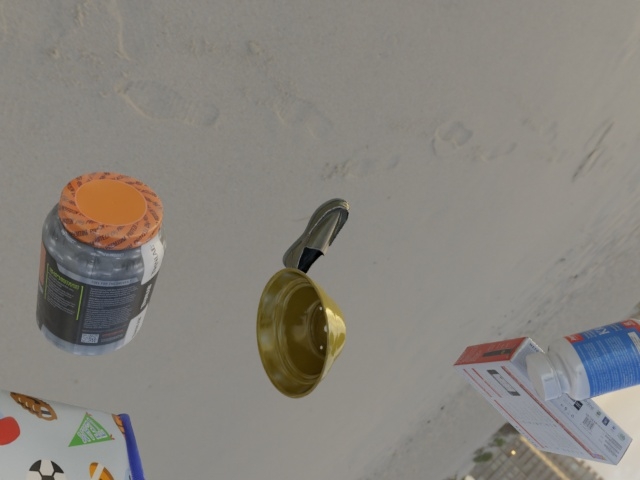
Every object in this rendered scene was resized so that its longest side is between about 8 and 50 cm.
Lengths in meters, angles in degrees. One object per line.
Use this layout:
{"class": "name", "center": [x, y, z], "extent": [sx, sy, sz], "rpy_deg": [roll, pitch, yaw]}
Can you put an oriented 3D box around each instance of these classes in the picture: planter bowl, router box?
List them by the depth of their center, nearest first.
{"class": "planter bowl", "center": [-0.019, 0.156, 0.839], "extent": [0.090, 0.217, 0.217], "rpy_deg": [3, 130, -37]}
{"class": "router box", "center": [0.547, 0.407, 1.244], "extent": [0.082, 0.335, 0.301], "rpy_deg": [-44, 176, -19]}

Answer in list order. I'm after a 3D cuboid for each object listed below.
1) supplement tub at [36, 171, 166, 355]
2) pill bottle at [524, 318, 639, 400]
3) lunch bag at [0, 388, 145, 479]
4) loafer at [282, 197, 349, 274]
{"class": "supplement tub", "center": [-0.388, 0.046, 0.853], "extent": [0.193, 0.193, 0.316], "rpy_deg": [-20, 151, -45]}
{"class": "pill bottle", "center": [0.529, 0.240, 0.943], "extent": [0.221, 0.124, 0.124], "rpy_deg": [-17, 156, 5]}
{"class": "lunch bag", "center": [-0.284, 0.327, 0.395], "extent": [0.239, 0.385, 0.328], "rpy_deg": [-31, 145, 2]}
{"class": "loafer", "center": [0.000, 0.000, 1.288], "extent": [0.094, 0.087, 0.251], "rpy_deg": [25, 109, -36]}
